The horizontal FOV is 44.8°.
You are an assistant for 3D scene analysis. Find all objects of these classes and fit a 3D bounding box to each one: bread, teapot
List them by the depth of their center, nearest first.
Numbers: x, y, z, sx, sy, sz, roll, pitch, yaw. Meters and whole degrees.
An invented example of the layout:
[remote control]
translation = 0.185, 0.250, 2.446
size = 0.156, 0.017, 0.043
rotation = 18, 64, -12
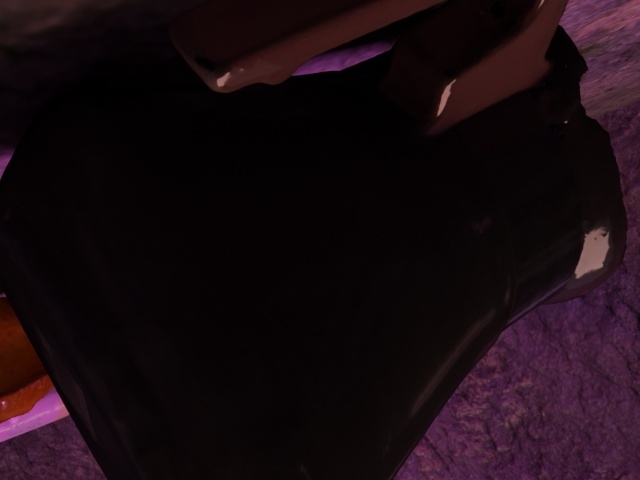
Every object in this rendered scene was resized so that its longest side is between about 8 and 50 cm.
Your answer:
[teapot]
translation = 0.007, -0.014, 0.478
size = 0.362, 0.305, 0.376
rotation = -30, 153, -25
[bread]
translation = -0.519, 0.186, 1.172
size = 0.340, 0.194, 0.179
rotation = -21, -175, 40

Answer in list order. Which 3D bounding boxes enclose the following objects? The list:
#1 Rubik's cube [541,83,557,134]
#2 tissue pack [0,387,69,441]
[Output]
[Rubik's cube]
translation = 0.255, -0.129, 1.119
size = 0.180, 0.167, 0.183
rotation = -22, 177, 41
[tissue pack]
translation = -0.577, 0.251, 1.393
size = 0.257, 0.215, 0.123
rotation = -17, 151, -44
